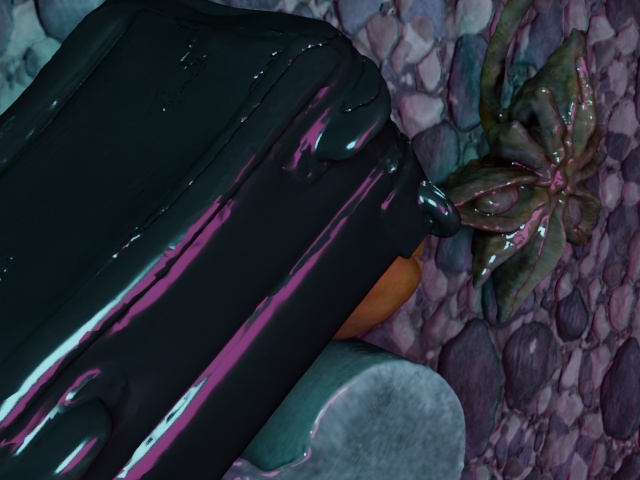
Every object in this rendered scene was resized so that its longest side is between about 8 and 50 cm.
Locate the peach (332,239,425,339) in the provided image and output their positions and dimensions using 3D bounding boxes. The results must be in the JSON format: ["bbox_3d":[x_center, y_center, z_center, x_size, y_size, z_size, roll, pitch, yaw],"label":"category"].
[{"bbox_3d":[0.000,0.000,0.823,0.184,0.184,0.184,-9,106,-36],"label":"peach"}]

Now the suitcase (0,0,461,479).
[{"bbox_3d":[-0.133,0.003,0.617,0.345,0.339,0.188,-52,133,-15],"label":"suitcase"}]

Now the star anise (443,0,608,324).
[{"bbox_3d":[0.226,-0.081,1.019,0.349,0.109,0.292,46,65,-46],"label":"star anise"}]

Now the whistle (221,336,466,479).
[{"bbox_3d":[-0.047,0.179,0.831,0.405,0.168,0.188,5,96,-33],"label":"whistle"}]
